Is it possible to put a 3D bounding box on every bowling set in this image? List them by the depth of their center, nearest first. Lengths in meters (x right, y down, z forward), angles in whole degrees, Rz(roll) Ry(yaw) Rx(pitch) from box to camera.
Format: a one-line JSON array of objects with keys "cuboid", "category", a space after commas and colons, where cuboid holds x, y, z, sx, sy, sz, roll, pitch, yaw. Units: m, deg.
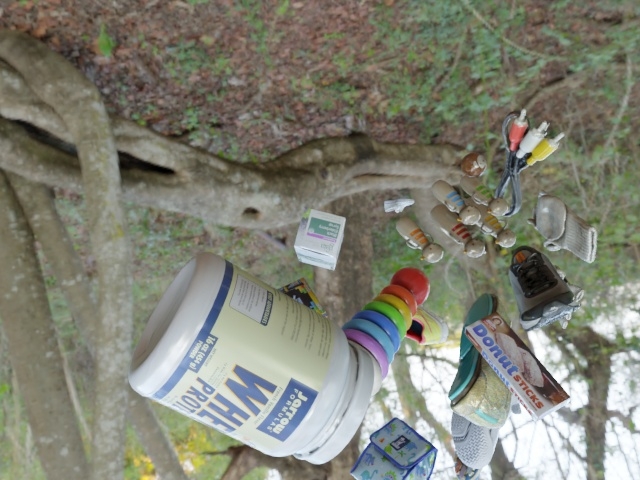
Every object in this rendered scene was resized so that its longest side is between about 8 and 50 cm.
[{"cuboid": [0.319, -0.069, 1.377, 0.286, 0.154, 0.200, -19, 142, -32], "category": "bowling set"}]

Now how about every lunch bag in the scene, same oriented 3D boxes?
[{"cuboid": [0.154, 0.449, 1.299, 0.096, 0.151, 0.128, 40, 172, -37], "category": "lunch bag"}]

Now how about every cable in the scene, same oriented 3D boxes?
[{"cuboid": [0.436, -0.175, 1.463, 0.072, 0.139, 0.287, -32, 153, -38], "category": "cable"}]

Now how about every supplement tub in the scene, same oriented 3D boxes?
[{"cuboid": [-0.103, 0.189, 1.005, 0.324, 0.236, 0.235, 31, 159, -17], "category": "supplement tub"}]

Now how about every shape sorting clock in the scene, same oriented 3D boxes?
[{"cuboid": [0.407, 0.544, 1.726, 0.040, 0.206, 0.206, 18, 173, -5], "category": "shape sorting clock"}]

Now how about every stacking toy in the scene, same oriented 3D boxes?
[{"cuboid": [0.134, 0.174, 1.361, 0.141, 0.141, 0.330, -17, -160, 45], "category": "stacking toy"}]

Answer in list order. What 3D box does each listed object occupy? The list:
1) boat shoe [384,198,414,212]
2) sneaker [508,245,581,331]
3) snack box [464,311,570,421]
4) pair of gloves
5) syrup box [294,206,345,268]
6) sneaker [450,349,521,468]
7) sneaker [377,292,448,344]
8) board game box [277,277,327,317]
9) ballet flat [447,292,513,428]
[{"cuboid": [0.213, -0.093, 1.750, 0.035, 0.035, 0.100, 5, 173, -45], "category": "boat shoe"}, {"cuboid": [0.374, 0.079, 1.129, 0.100, 0.108, 0.271, -28, -175, 14], "category": "sneaker"}, {"cuboid": [0.304, 0.193, 1.008, 0.064, 0.178, 0.022, -24, 142, -15], "category": "snack box"}, {"cuboid": [0.466, 0.030, 1.293, 0.042, 0.240, 0.204, -8, -147, -10], "category": "pair of gloves"}, {"cuboid": [0.000, 0.000, 1.474, 0.093, 0.097, 0.237, 15, 170, 3], "category": "syrup box"}, {"cuboid": [0.438, 0.389, 1.539, 0.210, 0.366, 0.137, 27, 136, -12], "category": "sneaker"}, {"cuboid": [0.206, 0.184, 1.561, 0.094, 0.082, 0.208, -15, -146, -42], "category": "sneaker"}, {"cuboid": [-0.075, 0.191, 1.768, 0.141, 0.048, 0.170, -24, -142, -11], "category": "board game box"}, {"cuboid": [0.318, 0.224, 1.209, 0.123, 0.123, 0.348, -16, -163, 25], "category": "ballet flat"}]
